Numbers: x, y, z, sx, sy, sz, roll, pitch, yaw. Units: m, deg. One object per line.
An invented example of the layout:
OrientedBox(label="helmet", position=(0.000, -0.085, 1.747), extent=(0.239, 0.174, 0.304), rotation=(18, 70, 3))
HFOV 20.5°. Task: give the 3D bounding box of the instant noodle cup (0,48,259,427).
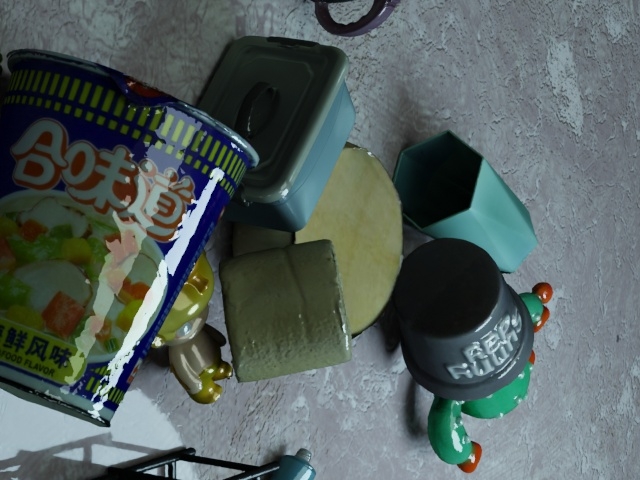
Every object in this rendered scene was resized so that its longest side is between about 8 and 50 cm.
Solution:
OrientedBox(label="instant noodle cup", position=(-0.242, 0.008, 1.762), extent=(0.284, 0.284, 0.312), rotation=(33, 75, -51))

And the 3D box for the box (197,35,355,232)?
OrientedBox(label="box", position=(-0.061, -0.124, 2.069), extent=(0.227, 0.162, 0.130), rotation=(-65, 149, -26))

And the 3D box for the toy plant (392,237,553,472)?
OrientedBox(label="toy plant", position=(0.206, 0.153, 2.450), extent=(0.400, 0.185, 0.280), rotation=(60, 36, -61))

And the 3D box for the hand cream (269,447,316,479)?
OrientedBox(label="hand cream", position=(-0.068, 0.358, 2.213), extent=(0.224, 0.048, 0.083), rotation=(-62, 141, -21))

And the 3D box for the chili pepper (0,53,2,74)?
OrientedBox(label="chili pepper", position=(-0.337, -0.157, 1.798), extent=(0.027, 0.022, 0.083), rotation=(7, 89, -21))

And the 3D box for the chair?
OrientedBox(label="chair", position=(-0.172, 0.320, 1.968), extent=(0.260, 0.154, 0.141), rotation=(-10, 101, -55))

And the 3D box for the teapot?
OrientedBox(label="teapot", position=(0.040, -0.337, 2.186), extent=(0.116, 0.146, 0.148), rotation=(45, 59, -47))

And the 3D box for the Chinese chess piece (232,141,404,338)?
OrientedBox(label="Chinese chess piece", position=(0.000, 0.000, 2.207), extent=(0.257, 0.104, 0.257), rotation=(-9, 101, -54))

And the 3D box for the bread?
OrientedBox(label="bread", position=(-0.041, 0.079, 2.019), extent=(0.134, 0.141, 0.148), rotation=(74, 4, -55))

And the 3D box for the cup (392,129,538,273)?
OrientedBox(label="cup", position=(0.211, -0.037, 2.473), extent=(0.235, 0.134, 0.148), rotation=(38, 67, -50))

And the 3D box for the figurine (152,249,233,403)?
OrientedBox(label="figurine", position=(-0.164, 0.078, 1.974), extent=(0.156, 0.131, 0.246), rotation=(-63, 144, -43))
